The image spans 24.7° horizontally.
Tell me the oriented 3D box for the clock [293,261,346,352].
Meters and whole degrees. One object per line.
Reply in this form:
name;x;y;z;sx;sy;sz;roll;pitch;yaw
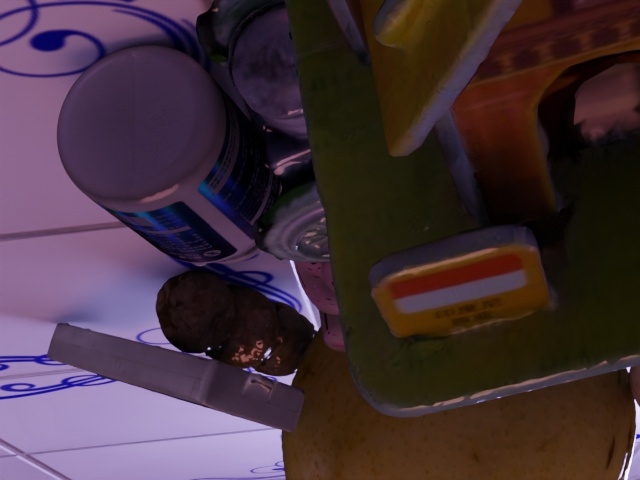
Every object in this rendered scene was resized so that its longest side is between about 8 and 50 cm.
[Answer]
clock;0.119;-0.006;1.142;0.283;0.114;0.309;-7;161;7

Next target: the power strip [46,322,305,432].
power strip;-0.149;0.125;1.383;0.106;0.043;0.367;23;171;-32

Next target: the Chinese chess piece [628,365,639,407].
Chinese chess piece;0.403;0.081;1.313;0.270;0.112;0.270;-33;154;-19

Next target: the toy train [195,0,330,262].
toy train;0.086;-0.077;0.838;0.248;0.174;0.307;-20;159;16

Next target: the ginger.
ginger;-0.082;0.082;1.412;0.104;0.080;0.204;24;180;31

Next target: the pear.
pear;0.129;0.191;1.403;0.348;0.348;0.348;-5;162;-2

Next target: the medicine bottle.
medicine bottle;-0.088;-0.046;0.960;0.107;0.107;0.191;-9;162;12

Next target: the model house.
model house;-0.011;-0.143;0.401;0.340;0.300;0.324;-14;151;9
